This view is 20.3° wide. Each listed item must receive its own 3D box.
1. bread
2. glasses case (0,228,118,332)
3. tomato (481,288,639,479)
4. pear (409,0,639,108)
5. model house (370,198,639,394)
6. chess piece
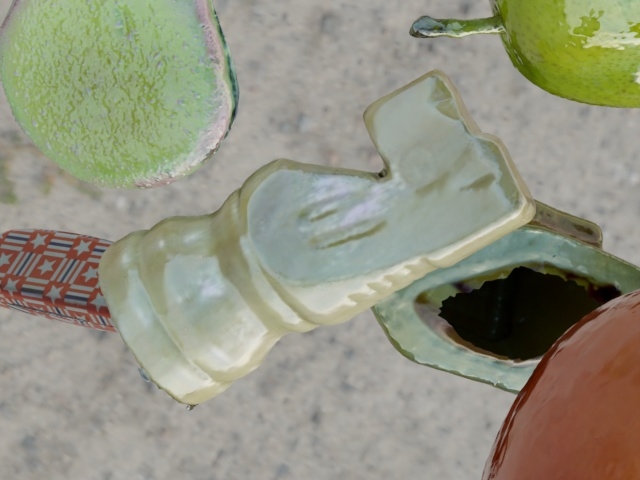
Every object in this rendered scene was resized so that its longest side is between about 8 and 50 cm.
[{"bbox_3d":[-0.179,-0.149,1.542,0.033,0.228,0.228,-41,131,-64],"label":"bread"},{"bbox_3d":[-0.208,0.034,1.494,0.073,0.194,0.049,-60,141,-26],"label":"glasses case"},{"bbox_3d":[0.143,0.120,0.474,0.260,0.260,0.180,34,92,-37],"label":"tomato"},{"bbox_3d":[0.157,-0.148,1.029,0.216,0.166,0.180,-28,160,1],"label":"pear"},{"bbox_3d":[0.148,0.014,1.721,0.268,0.239,0.173,23,110,-23],"label":"model house"},{"bbox_3d":[0.000,0.000,1.245,0.301,0.137,0.137,-26,128,21],"label":"chess piece"}]
